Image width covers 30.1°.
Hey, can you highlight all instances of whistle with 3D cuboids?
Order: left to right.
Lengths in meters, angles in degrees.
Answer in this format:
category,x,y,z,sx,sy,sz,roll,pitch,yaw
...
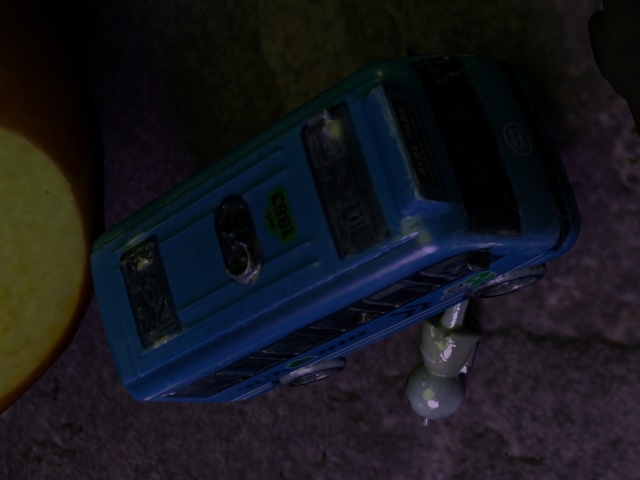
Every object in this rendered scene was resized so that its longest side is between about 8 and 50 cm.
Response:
category,x,y,z,sx,sy,sz,roll,pitch,yaw
whistle,0.071,0.061,0.671,0.035,0.035,0.100,23,114,24

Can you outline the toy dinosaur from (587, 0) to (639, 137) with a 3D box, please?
category,x,y,z,sx,sy,sz,roll,pitch,yaw
toy dinosaur,0.133,-0.111,0.493,0.087,0.179,0.187,-10,97,32

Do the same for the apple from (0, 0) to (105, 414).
category,x,y,z,sx,sy,sz,roll,pitch,yaw
apple,-0.315,-0.038,0.676,0.374,0.374,0.384,-5,97,33

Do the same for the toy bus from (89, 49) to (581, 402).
category,x,y,z,sx,sy,sz,roll,pitch,yaw
toy bus,0.000,0.000,0.621,0.246,0.134,0.113,-28,71,35
